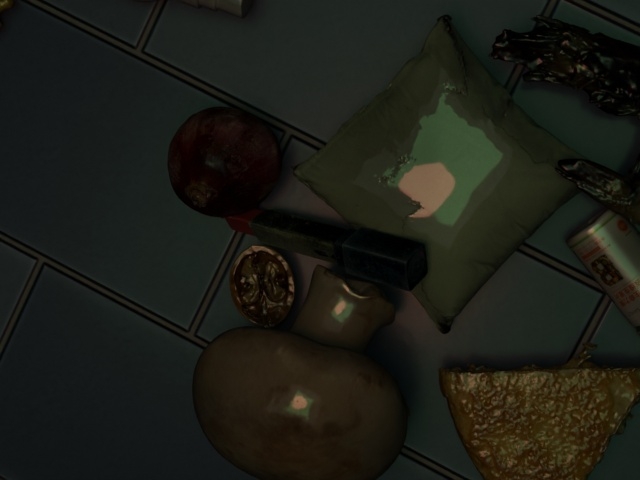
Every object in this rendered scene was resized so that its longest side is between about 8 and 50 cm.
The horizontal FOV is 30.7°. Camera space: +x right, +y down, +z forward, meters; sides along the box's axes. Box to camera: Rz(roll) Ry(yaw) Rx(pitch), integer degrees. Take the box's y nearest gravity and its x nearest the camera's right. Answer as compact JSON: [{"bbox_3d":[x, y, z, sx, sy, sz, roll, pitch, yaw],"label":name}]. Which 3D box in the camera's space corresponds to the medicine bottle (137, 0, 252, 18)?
[{"bbox_3d":[-0.260,-0.393,1.621,0.351,0.110,0.110,23,97,7],"label":"medicine bottle"}]

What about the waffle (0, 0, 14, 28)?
[{"bbox_3d":[-0.539,-0.411,1.690,0.229,0.057,0.219,20,96,6],"label":"waffle"}]

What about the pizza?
[{"bbox_3d":[0.337,0.248,1.594,0.287,0.075,0.280,-24,94,7],"label":"pizza"}]

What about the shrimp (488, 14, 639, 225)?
[{"bbox_3d":[0.380,-0.153,1.520,0.364,0.071,0.233,21,77,-6],"label":"shrimp"}]

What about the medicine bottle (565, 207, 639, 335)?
[{"bbox_3d":[0.417,0.046,1.559,0.086,0.086,0.183,-39,87,9],"label":"medicine bottle"}]

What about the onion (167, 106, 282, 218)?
[{"bbox_3d":[-0.138,-0.097,1.580,0.159,0.195,0.160,6,115,12],"label":"onion"}]

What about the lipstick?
[{"bbox_3d":[0.000,0.000,1.587,0.312,0.051,0.051,15,133,34],"label":"lipstick"}]

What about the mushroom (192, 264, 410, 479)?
[{"bbox_3d":[-0.015,0.183,1.558,0.297,0.297,0.290,16,69,7],"label":"mushroom"}]

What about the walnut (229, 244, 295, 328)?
[{"bbox_3d":[-0.079,0.061,1.651,0.091,0.052,0.121,-7,99,7],"label":"walnut"}]

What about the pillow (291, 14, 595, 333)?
[{"bbox_3d":[0.166,-0.088,1.571,0.312,0.119,0.310,45,97,2],"label":"pillow"}]
